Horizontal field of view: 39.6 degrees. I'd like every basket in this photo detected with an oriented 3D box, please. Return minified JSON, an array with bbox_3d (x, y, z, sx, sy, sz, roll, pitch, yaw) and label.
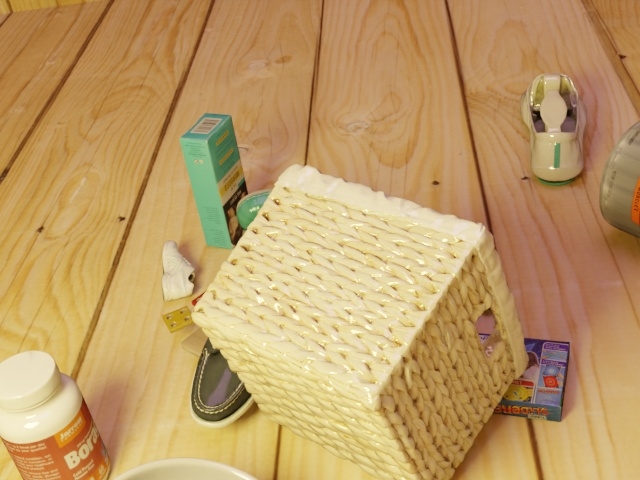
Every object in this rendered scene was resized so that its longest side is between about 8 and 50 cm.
[{"bbox_3d":[0.056,0.124,1.192,0.331,0.328,0.266,21,63,35],"label":"basket"}]

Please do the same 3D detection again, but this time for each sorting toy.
[{"bbox_3d":[-0.140,0.167,1.459,0.275,0.046,0.132,21,46,36],"label":"sorting toy"}]

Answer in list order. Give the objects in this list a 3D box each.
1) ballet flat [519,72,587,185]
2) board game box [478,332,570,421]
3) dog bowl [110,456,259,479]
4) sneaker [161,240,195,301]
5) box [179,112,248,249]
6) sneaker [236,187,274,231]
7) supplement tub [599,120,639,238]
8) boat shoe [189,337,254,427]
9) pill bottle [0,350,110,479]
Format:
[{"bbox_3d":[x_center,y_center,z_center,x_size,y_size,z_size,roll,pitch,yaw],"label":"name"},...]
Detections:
[{"bbox_3d":[0.483,-0.268,1.832,0.139,0.139,0.400,-2,36,12],"label":"ballet flat"},{"bbox_3d":[0.262,0.197,1.324,0.201,0.035,0.136,4,38,20],"label":"board game box"},{"bbox_3d":[-0.158,0.388,1.039,0.265,0.104,0.264,10,33,-6],"label":"dog bowl"},{"bbox_3d":[-0.264,0.056,1.646,0.061,0.053,0.152,-5,41,-8],"label":"sneaker"},{"bbox_3d":[-0.193,-0.110,1.684,0.060,0.244,0.100,8,39,23],"label":"box"},{"bbox_3d":[0.000,0.000,1.531,0.302,0.108,0.121,15,39,-10],"label":"sneaker"},{"bbox_3d":[0.645,-0.060,1.436,0.207,0.207,0.338,-32,40,-27],"label":"supplement tub"},{"bbox_3d":[-0.123,0.141,1.360,0.115,0.091,0.302,10,49,11],"label":"boat shoe"},{"bbox_3d":[-0.381,0.262,1.241,0.121,0.216,0.121,-7,36,5],"label":"pill bottle"}]
